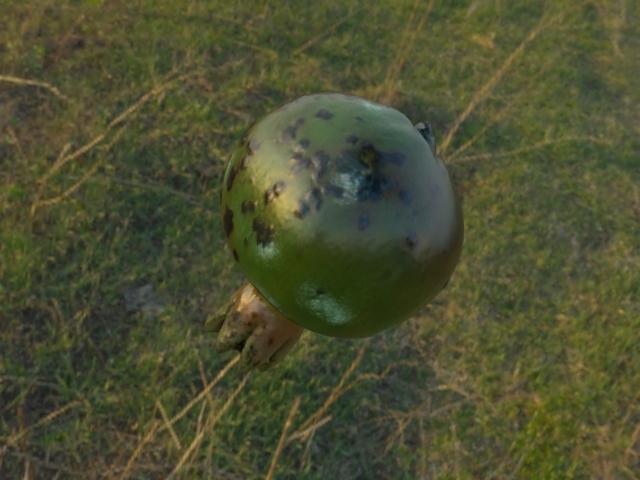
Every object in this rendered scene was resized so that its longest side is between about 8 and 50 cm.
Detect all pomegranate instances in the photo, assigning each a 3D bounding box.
[{"bbox_3d":[0.000,0.000,0.580,0.159,0.205,0.159,33,19,-13],"label":"pomegranate"}]
